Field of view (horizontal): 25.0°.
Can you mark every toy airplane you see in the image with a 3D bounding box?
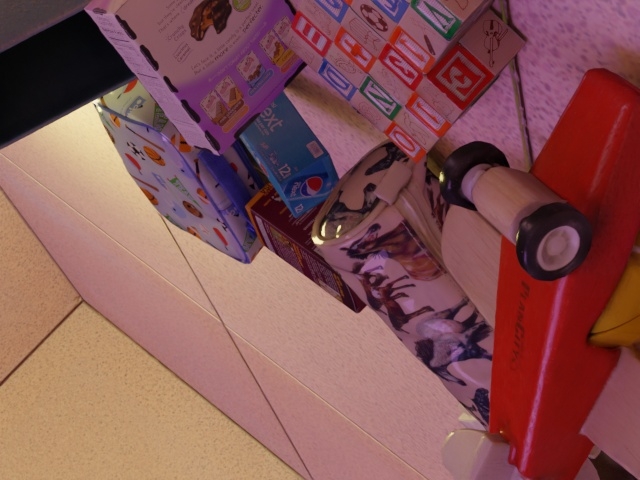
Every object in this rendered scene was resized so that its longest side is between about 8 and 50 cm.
[{"bbox_3d":[0.240,0.089,1.209,0.384,0.272,0.386,133,122,-64],"label":"toy airplane"}]

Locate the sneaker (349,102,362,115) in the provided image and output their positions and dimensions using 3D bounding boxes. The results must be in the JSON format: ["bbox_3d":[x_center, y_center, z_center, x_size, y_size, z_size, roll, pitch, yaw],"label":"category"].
[{"bbox_3d":[0.030,-0.175,1.489,0.109,0.040,0.044,56,177,-29],"label":"sneaker"}]

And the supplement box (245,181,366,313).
[{"bbox_3d":[0.000,0.000,1.936,0.188,0.081,0.104,35,163,28],"label":"supplement box"}]

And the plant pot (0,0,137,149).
[{"bbox_3d":[-0.389,-0.307,1.822,0.252,0.248,0.247,58,169,16],"label":"plant pot"}]

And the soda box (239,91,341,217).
[{"bbox_3d":[-0.057,-0.128,1.648,0.210,0.067,0.071,56,175,36],"label":"soda box"}]

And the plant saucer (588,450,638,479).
[{"bbox_3d":[0.422,0.371,1.786,0.310,0.050,0.310,51,-176,-5],"label":"plant saucer"}]

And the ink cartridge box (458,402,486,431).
[{"bbox_3d":[0.260,0.240,1.903,0.143,0.092,0.090,45,165,-7],"label":"ink cartridge box"}]

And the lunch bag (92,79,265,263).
[{"bbox_3d":[-0.176,-0.105,2.046,0.243,0.115,0.303,24,155,47],"label":"lunch bag"}]

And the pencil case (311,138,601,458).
[{"bbox_3d":[0.159,0.072,1.580,0.410,0.160,0.183,49,155,-21],"label":"pencil case"}]

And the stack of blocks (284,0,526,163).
[{"bbox_3d":[0.079,-0.188,1.214,0.171,0.087,0.297,43,165,2],"label":"stack of blocks"}]

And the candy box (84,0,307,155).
[{"bbox_3d":[-0.118,-0.217,1.488,0.070,0.165,0.196,20,152,53],"label":"candy box"}]
